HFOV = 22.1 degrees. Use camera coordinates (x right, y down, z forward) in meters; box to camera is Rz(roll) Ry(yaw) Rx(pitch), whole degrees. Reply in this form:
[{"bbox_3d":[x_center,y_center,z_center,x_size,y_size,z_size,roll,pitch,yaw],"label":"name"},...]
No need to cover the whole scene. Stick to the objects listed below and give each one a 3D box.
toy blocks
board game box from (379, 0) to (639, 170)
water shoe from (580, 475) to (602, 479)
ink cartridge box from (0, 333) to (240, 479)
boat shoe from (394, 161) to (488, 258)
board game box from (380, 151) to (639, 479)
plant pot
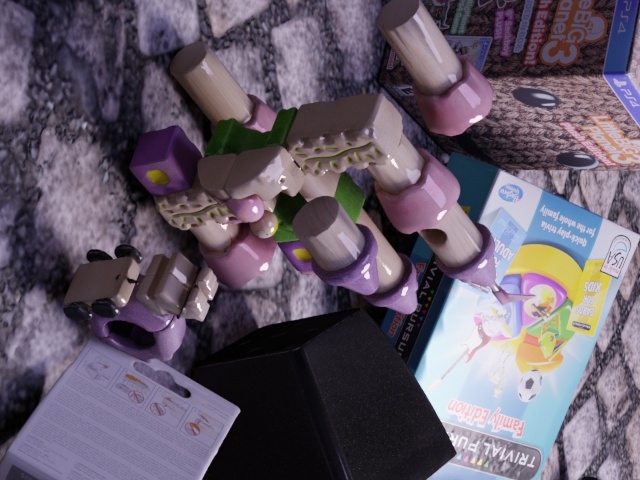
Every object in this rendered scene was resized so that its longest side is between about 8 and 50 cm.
[{"bbox_3d":[0.000,0.000,1.408,0.260,0.288,0.309,52,44,-39],"label":"toy blocks"},{"bbox_3d":[0.253,-0.186,1.807,0.232,0.291,0.141,39,59,-51],"label":"board game box"},{"bbox_3d":[0.317,0.394,2.151,0.203,0.080,0.073,-39,124,-20],"label":"water shoe"},{"bbox_3d":[-0.161,0.163,1.329,0.045,0.145,0.179,-59,180,33],"label":"ink cartridge box"},{"bbox_3d":[0.187,0.081,1.894,0.158,0.127,0.340,-53,127,-33],"label":"boat shoe"},{"bbox_3d":[0.183,0.105,1.762,0.254,0.079,0.336,20,93,-42],"label":"board game box"},{"bbox_3d":[-0.014,0.165,1.517,0.187,0.188,0.167,-28,104,-54],"label":"plant pot"}]
